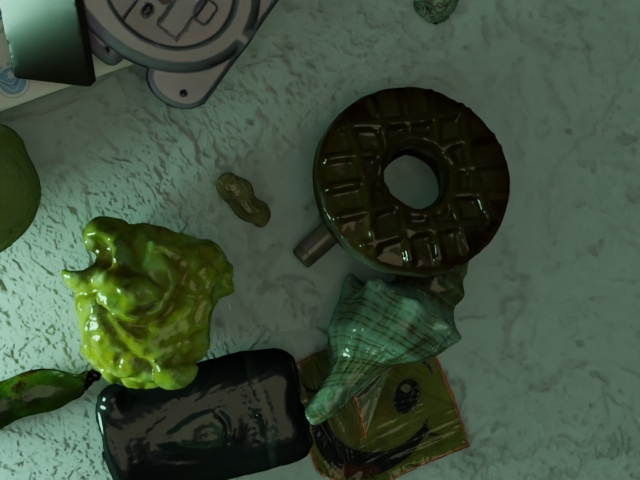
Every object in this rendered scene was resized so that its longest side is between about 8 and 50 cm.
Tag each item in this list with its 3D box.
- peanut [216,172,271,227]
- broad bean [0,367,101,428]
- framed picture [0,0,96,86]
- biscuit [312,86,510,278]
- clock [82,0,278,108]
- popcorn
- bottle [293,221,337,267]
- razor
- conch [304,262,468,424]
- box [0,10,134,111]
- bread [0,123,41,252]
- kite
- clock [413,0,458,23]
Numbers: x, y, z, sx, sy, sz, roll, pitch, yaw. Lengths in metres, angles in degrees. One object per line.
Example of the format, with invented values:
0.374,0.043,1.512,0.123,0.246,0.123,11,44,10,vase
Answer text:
-0.125,-0.066,1.903,0.054,0.054,0.113,-43,108,-3,peanut
-0.504,0.260,1.858,0.339,0.061,0.077,-18,114,-10,broad bean
-0.395,-0.307,1.681,0.127,0.023,0.169,9,126,16,framed picture
0.145,-0.094,1.884,0.332,0.103,0.332,3,75,-12,biscuit
-0.236,-0.384,1.728,0.322,0.113,0.296,35,89,-15,clock
-0.272,0.102,1.805,0.241,0.235,0.250,10,75,11,popcorn
0.000,0.000,1.944,0.096,0.045,0.045,-42,105,-3,bottle
-0.189,0.299,1.910,0.348,0.113,0.205,-12,100,-10,razor
0.106,0.131,1.921,0.386,0.203,0.170,-33,141,-22,conch
-0.384,-0.342,1.790,0.343,0.065,0.200,-21,102,-9,box
-0.561,-0.049,1.672,0.320,0.320,0.237,-21,110,-9,bread
0.106,0.274,2.028,0.377,0.013,0.328,19,92,-14,kite
0.194,-0.403,1.944,0.074,0.010,0.083,36,89,-15,clock
